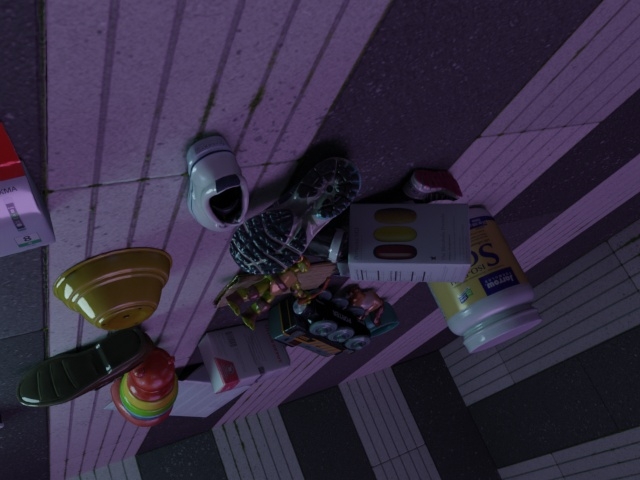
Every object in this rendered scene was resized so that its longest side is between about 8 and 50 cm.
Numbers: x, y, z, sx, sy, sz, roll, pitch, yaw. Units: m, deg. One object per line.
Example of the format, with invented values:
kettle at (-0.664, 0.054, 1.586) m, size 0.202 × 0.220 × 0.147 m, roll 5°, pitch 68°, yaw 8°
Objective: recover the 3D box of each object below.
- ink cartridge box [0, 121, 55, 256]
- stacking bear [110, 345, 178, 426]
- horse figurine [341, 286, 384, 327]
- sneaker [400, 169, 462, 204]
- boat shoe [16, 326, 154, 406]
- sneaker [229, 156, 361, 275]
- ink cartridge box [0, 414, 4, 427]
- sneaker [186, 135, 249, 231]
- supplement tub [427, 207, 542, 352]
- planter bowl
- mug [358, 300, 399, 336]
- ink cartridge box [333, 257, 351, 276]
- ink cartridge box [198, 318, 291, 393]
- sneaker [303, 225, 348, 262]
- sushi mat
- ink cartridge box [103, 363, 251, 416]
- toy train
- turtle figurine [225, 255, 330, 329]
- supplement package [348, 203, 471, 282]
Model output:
ink cartridge box at (-0.440, -0.040, 0.723) m, size 0.181 × 0.056 × 0.224 m, roll -17°, pitch 160°, yaw -18°
stacking bear at (-0.452, 0.374, 1.590) m, size 0.175 × 0.164 × 0.289 m, roll -13°, pitch 152°, yaw -27°
horse figurine at (0.122, 0.210, 1.893) m, size 0.263 × 0.066 × 0.174 m, roll 14°, pitch 123°, yaw -44°
sneaker at (0.233, -0.106, 1.272) m, size 0.170 × 0.063 × 0.075 m, roll 2°, pitch 150°, yaw -44°
boat shoe at (-0.530, 0.304, 1.381) m, size 0.307 × 0.110 × 0.104 m, roll -22°, pitch 158°, yaw -5°
sneaker at (-0.036, -0.041, 1.058) m, size 0.283 × 0.110 × 0.122 m, roll -36°, pitch -174°, yaw 19°
ink cartridge box at (-0.944, 0.490, 1.482) m, size 0.208 × 0.045 × 0.206 m, roll -31°, pitch 159°, yaw 15°
sneaker at (-0.156, -0.056, 0.927) m, size 0.094 × 0.091 × 0.258 m, roll -21°, pitch 161°, yaw -9°
supplement tub at (0.413, 0.106, 1.596) m, size 0.241 × 0.331 × 0.241 m, roll -21°, pitch 159°, yaw -8°
planter bowl at (-0.366, 0.105, 1.101) m, size 0.217 × 0.090 × 0.217 m, roll -21°, pitch 159°, yaw -8°
mug at (0.197, 0.263, 2.082) m, size 0.129 × 0.097 × 0.157 m, roll -19°, pitch 158°, yaw -11°
ink cartridge box at (0.159, 0.032, 1.473) m, size 0.223 × 0.045 × 0.224 m, roll -22°, pitch -174°, yaw -20°
ink cartridge box at (-0.214, 0.324, 1.701) m, size 0.218 × 0.158 × 0.092 m, roll -8°, pitch 153°, yaw -35°
sneaker at (0.000, 0.000, 1.267) m, size 0.106 × 0.078 × 0.234 m, roll 15°, pitch 179°, yaw 1°
sushi mat at (-0.101, 0.106, 1.489) m, size 0.317 × 0.019 × 0.151 m, roll -8°, pitch 155°, yaw -37°
ink cartridge box at (-0.469, 0.484, 1.981) m, size 0.385 × 0.091 × 0.308 m, roll 18°, pitch 138°, yaw -36°
toy train at (0.004, 0.246, 1.719) m, size 0.190 × 0.142 × 0.334 m, roll -27°, pitch 145°, yaw 25°
turtle figurine at (-0.105, 0.091, 1.348) m, size 0.217 × 0.087 × 0.269 m, roll -37°, pitch 147°, yaw -5°
supplement package at (0.184, 0.007, 1.268) m, size 0.244 × 0.139 × 0.134 m, roll 0°, pitch 160°, yaw 6°
